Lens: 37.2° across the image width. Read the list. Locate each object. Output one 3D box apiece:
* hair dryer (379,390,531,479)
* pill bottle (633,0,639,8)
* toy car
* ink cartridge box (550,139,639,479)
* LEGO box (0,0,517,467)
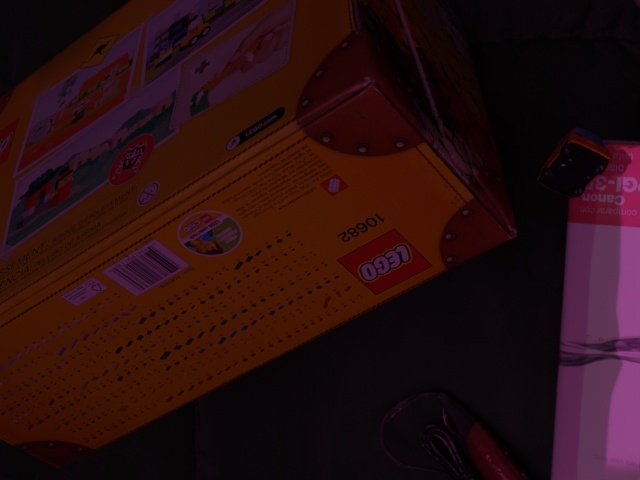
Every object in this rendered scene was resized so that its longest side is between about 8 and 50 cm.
[{"bbox_3d":[0.196,0.257,0.916,0.293,0.080,0.223,-9,91,26],"label":"hair dryer"},{"bbox_3d":[0.382,-0.338,0.715,0.363,0.210,0.210,-22,85,24],"label":"pill bottle"},{"bbox_3d":[0.223,-0.052,0.688,0.122,0.060,0.040,15,57,12],"label":"toy car"},{"bbox_3d":[0.277,0.061,0.795,0.117,0.207,0.283,6,96,26],"label":"ink cartridge box"},{"bbox_3d":[-0.114,-0.071,0.872,0.500,0.193,0.372,-29,40,24],"label":"LEGO box"}]
